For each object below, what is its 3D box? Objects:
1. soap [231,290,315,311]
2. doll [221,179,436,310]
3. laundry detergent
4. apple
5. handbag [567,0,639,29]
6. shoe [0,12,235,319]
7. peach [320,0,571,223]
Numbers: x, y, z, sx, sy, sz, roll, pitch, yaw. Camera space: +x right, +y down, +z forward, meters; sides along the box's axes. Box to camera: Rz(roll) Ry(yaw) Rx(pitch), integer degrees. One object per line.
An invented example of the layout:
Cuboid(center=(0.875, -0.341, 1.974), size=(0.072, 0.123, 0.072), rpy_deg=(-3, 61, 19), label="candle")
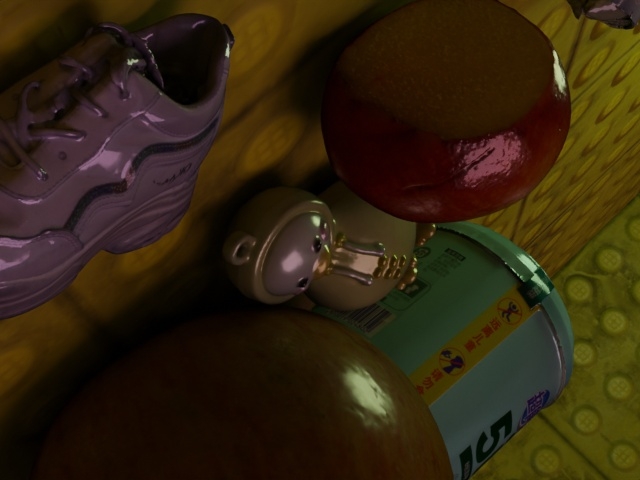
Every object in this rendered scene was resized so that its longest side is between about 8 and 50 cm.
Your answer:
Cuboid(center=(-0.045, 0.057, 1.022), size=(0.089, 0.045, 0.140), rpy_deg=(-49, 160, 3), label="soap")
Cuboid(center=(0.009, 0.006, 0.911), size=(0.296, 0.117, 0.141), rpy_deg=(-12, 131, -61), label="doll")
Cuboid(center=(0.140, 0.144, 1.236), size=(0.305, 0.287, 0.287), rpy_deg=(-36, 160, -26), label="laundry detergent")
Cuboid(center=(-0.062, 0.259, 0.910), size=(0.400, 0.333, 0.400), rpy_deg=(-27, 157, -13), label="apple")
Cuboid(center=(0.309, -0.289, 0.993), size=(0.173, 0.095, 0.117), rpy_deg=(-57, 155, 9), label="handbag")
Cuboid(center=(-0.137, -0.048, 0.517), size=(0.245, 0.095, 0.137), rpy_deg=(-27, 151, -54), label="shoe")
Cuboid(center=(0.095, -0.105, 0.770), size=(0.190, 0.190, 0.192), rpy_deg=(-49, 150, 10), label="peach")
